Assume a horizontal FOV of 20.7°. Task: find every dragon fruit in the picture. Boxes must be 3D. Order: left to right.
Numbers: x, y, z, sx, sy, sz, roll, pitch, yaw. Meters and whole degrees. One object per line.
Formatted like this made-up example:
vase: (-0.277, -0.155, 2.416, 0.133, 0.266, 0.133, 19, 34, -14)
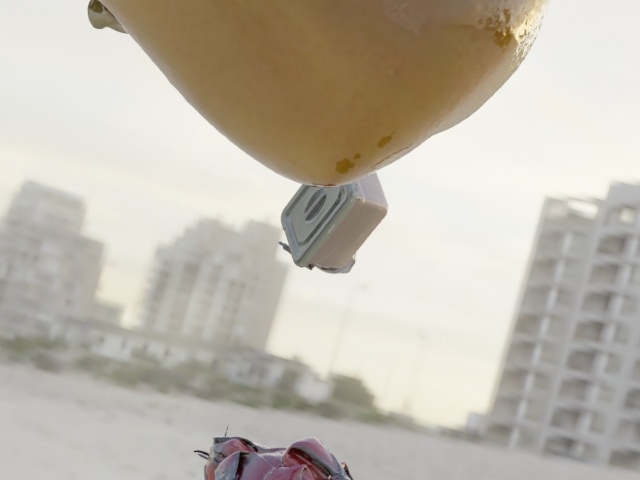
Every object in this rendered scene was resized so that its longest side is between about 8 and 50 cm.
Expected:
dragon fruit: (-0.056, 0.346, 2.284, 0.234, 0.234, 0.293, 28, 27, -57)

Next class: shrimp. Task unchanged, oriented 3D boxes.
shrimp: (0.000, 0.002, 2.046, 0.073, 0.075, 0.190, 42, 9, 19)

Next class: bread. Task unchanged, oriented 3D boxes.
bread: (0.010, -0.253, 1.481, 0.376, 0.348, 0.253, 49, -25, -1)

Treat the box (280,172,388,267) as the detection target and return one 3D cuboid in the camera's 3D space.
box: (0.017, -0.031, 1.906, 0.062, 0.122, 0.089, 17, 38, -32)
